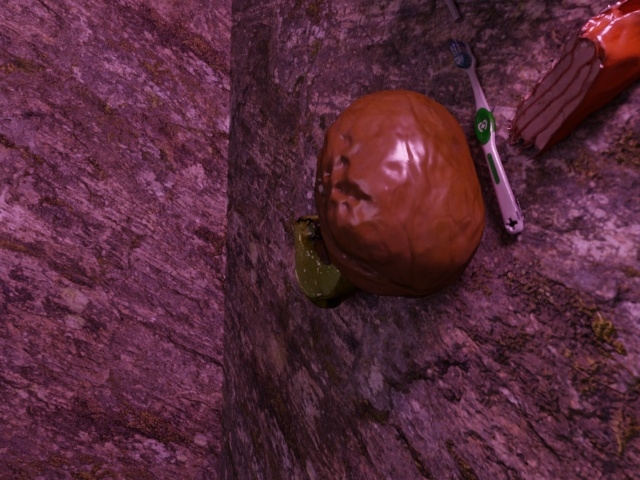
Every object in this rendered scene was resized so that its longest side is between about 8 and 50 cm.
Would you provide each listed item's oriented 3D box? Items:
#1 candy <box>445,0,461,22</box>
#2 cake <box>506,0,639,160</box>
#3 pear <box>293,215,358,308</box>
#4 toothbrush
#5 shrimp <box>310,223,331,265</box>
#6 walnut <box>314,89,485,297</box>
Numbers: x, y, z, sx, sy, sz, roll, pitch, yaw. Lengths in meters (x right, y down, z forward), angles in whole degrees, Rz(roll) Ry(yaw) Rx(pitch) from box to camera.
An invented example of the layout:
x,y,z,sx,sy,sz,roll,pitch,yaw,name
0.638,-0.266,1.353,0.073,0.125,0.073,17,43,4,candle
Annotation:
x,y,z,sx,sy,sz,roll,pitch,yaw,name
0.241,-0.637,0.944,0.124,0.124,0.364,-39,62,53,candy
0.374,-0.230,0.638,0.098,0.135,0.287,64,151,19,cake
0.051,0.061,1.131,0.239,0.164,0.255,6,97,51,pear
0.319,-0.208,0.806,0.042,0.040,0.417,-33,63,54,toothbrush
0.000,0.000,0.959,0.190,0.042,0.101,78,172,-72,shrimp
0.147,-0.086,0.813,0.354,0.309,0.397,114,149,-68,walnut
